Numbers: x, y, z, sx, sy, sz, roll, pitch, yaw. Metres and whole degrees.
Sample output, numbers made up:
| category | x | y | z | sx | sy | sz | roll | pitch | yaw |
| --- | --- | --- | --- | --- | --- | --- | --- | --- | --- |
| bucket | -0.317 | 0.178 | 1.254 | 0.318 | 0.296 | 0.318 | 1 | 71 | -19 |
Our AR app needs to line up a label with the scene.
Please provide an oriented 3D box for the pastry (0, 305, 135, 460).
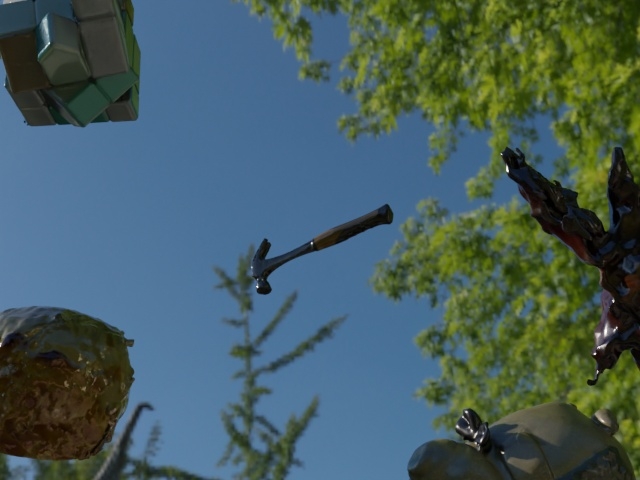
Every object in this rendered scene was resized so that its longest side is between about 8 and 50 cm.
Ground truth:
| category | x | y | z | sx | sy | sz | roll | pitch | yaw |
| --- | --- | --- | --- | --- | --- | --- | --- | --- | --- |
| pastry | -0.399 | 0.190 | 1.385 | 0.255 | 0.237 | 0.170 | 21 | -64 | -13 |

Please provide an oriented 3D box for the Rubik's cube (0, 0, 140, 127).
| category | x | y | z | sx | sy | sz | roll | pitch | yaw |
| --- | --- | --- | --- | --- | --- | --- | --- | --- | --- |
| Rubik's cube | -0.386 | -0.290 | 1.408 | 0.224 | 0.266 | 0.213 | -4 | -23 | 0 |

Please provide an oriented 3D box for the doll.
| category | x | y | z | sx | sy | sz | roll | pitch | yaw |
| --- | --- | --- | --- | --- | --- | --- | --- | --- | --- |
| doll | 0.244 | 0.339 | 1.240 | 0.349 | 0.247 | 0.247 | -27 | -32 | -14 |

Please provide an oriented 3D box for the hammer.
| category | x | y | z | sx | sy | sz | roll | pitch | yaw |
| --- | --- | --- | --- | --- | --- | --- | --- | --- | --- |
| hammer | 0.000 | 0.000 | 1.210 | 0.200 | 0.078 | 0.021 | -25 | -42 | 11 |

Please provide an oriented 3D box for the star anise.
| category | x | y | z | sx | sy | sz | roll | pitch | yaw |
| --- | --- | --- | --- | --- | --- | --- | --- | --- | --- |
| star anise | 0.221 | 0.011 | 0.593 | 0.157 | 0.213 | 0.053 | -23 | -10 | 16 |
